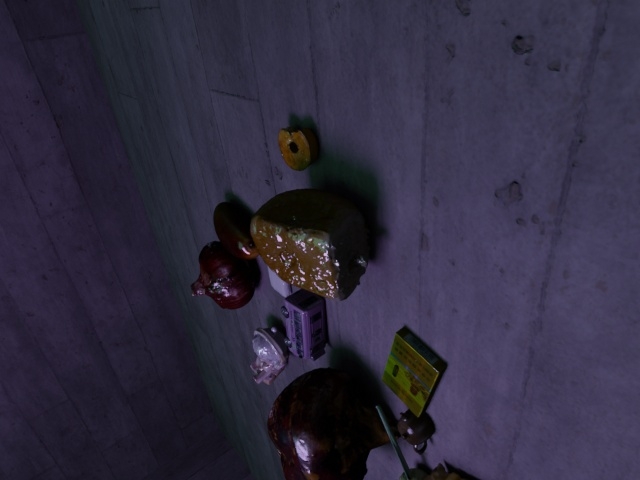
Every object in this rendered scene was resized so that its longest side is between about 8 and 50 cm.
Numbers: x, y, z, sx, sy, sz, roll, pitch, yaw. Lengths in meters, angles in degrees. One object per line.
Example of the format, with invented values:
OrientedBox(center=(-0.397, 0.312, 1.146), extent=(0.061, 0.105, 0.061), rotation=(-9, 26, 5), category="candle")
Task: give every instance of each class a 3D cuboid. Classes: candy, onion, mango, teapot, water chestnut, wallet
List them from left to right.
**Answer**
OrientedBox(center=(-0.335, 0.126, 1.488), extent=(0.252, 0.219, 0.252), rotation=(50, 154, 37), category="onion")
OrientedBox(center=(-0.266, -0.026, 1.373), extent=(0.267, 0.111, 0.133), rotation=(48, 166, 39), category="mango")
OrientedBox(center=(-0.131, 0.082, 1.319), extent=(0.095, 0.033, 0.190), rotation=(30, 136, 42), category="wallet")
OrientedBox(center=(0.041, 0.505, 1.152), extent=(0.346, 0.335, 0.335), rotation=(-3, 114, 26), category="water chestnut")
OrientedBox(center=(0.193, 0.521, 1.058), extent=(0.092, 0.093, 0.336), rotation=(7, 127, 57), category="candy")
OrientedBox(center=(0.217, 0.444, 1.019), extent=(0.076, 0.068, 0.121), rotation=(-4, 109, 58), category="teapot")

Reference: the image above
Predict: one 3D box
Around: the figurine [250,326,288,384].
OrientedBox(center=(-0.184, 0.392, 1.531), extent=(0.162, 0.141, 0.237), rotation=(41, 143, 26), category="figurine")

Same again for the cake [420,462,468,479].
OrientedBox(center=(0.309, 0.651, 0.882), extent=(0.286, 0.227, 0.222), rotation=(-3, 115, 60), category="cake")

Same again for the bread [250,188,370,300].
OrientedBox(center=(0.000, 0.000, 0.917), extent=(0.246, 0.176, 0.196), rotation=(17, 138, 34), category="bread")

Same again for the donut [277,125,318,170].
OrientedBox(center=(-0.046, -0.202, 0.957), extent=(0.108, 0.043, 0.097), rotation=(29, 135, 43), category="donut")

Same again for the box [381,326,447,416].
OrientedBox(center=(0.200, 0.294, 0.969), extent=(0.121, 0.030, 0.193), rotation=(42, 144, 33), category="box")

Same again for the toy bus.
OrientedBox(center=(-0.040, 0.240, 1.240), extent=(0.108, 0.096, 0.199), rotation=(27, 131, 40), category="toy bus")
